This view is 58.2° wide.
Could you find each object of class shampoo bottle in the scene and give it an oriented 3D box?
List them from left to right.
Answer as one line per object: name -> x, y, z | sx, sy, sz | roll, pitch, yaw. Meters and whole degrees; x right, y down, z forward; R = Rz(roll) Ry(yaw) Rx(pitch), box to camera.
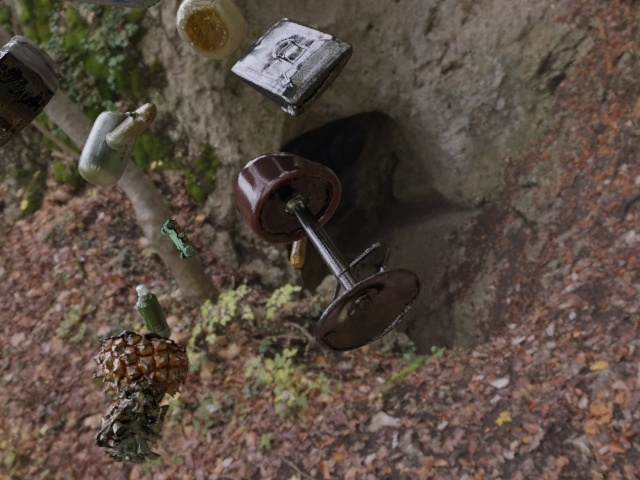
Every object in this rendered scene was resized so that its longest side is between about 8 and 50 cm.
shampoo bottle -> -0.484, 0.208, 1.652 | 0.065, 0.205, 0.065 | -5, 39, 4

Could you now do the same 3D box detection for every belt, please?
belt -> -0.651, -0.323, 1.190 | 0.184, 0.164, 0.289 | -40, 31, 11

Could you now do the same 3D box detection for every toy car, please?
toy car -> -0.463, -0.005, 1.888 | 0.054, 0.143, 0.073 | -37, -1, -33

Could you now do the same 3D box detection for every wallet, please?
wallet -> -0.064, -0.343, 1.094 | 0.168, 0.052, 0.245 | -49, 50, -1

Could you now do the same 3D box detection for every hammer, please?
hammer -> -0.475, -0.255, 1.389 | 0.305, 0.113, 0.202 | -18, 55, 48

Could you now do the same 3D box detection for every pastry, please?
pastry -> -0.244, -0.488, 1.295 | 0.156, 0.156, 0.092 | -28, 32, 35

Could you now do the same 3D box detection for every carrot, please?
carrot -> -0.055, 0.001, 1.624 | 0.042, 0.042, 0.171 | -27, 39, 38

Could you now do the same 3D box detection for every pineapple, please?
pineapple -> -0.450, 0.401, 1.387 | 0.262, 0.262, 0.272 | -33, 38, 25

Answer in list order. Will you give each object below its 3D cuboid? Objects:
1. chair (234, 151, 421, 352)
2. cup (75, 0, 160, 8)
chair -> 0.000, 0.000, 1.152 | 0.226, 0.226, 0.401 | -40, 55, 7
cup -> -0.435, -0.549, 0.947 | 0.331, 0.311, 0.257 | 67, -146, -76
